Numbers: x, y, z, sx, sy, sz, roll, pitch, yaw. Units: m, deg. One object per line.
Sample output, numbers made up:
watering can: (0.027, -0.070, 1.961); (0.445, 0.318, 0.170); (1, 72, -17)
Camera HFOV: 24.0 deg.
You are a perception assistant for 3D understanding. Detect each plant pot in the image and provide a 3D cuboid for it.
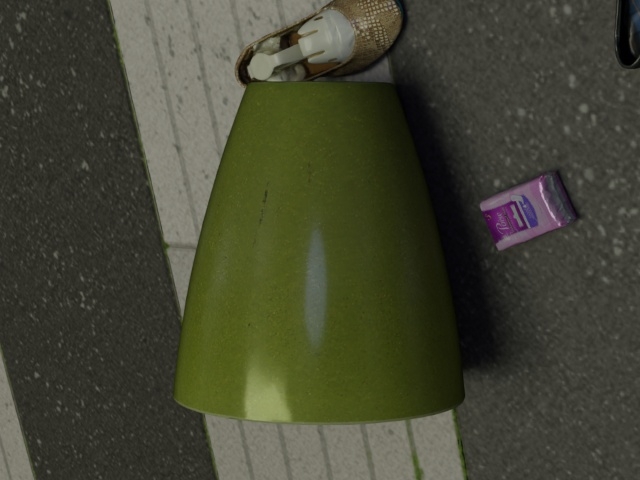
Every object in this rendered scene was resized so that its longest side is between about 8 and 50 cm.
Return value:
plant pot: (0.000, 0.000, 1.400); (0.275, 0.275, 0.293); (6, 97, 43)

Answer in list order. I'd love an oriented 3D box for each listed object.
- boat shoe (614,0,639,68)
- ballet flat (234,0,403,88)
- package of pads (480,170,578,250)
boat shoe: (0.255, -0.202, 1.183); (0.049, 0.040, 0.142); (17, 120, 39)
ballet flat: (-0.008, -0.181, 1.435); (0.206, 0.067, 0.073); (-22, 93, 47)
package of pads: (0.185, -0.027, 1.344); (0.083, 0.032, 0.050); (-24, 89, 48)
